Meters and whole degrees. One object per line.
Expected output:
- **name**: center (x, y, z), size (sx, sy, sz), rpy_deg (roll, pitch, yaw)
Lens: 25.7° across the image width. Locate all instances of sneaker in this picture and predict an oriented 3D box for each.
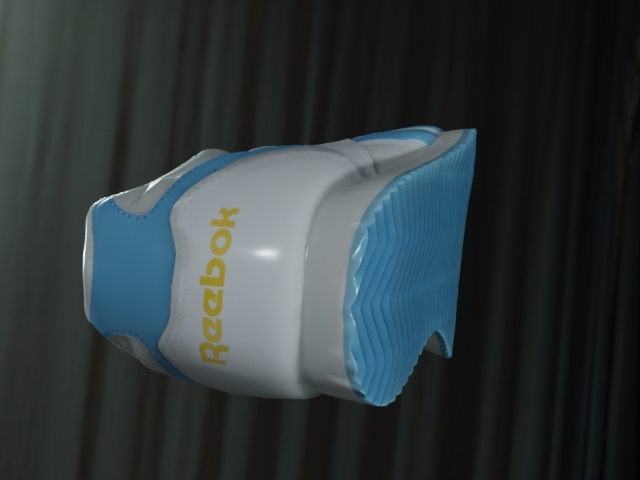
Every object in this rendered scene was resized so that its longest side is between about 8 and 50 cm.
- **sneaker**: center (0.000, 0.000, 0.473), size (0.092, 0.087, 0.229), rpy_deg (6, 3, 14)
